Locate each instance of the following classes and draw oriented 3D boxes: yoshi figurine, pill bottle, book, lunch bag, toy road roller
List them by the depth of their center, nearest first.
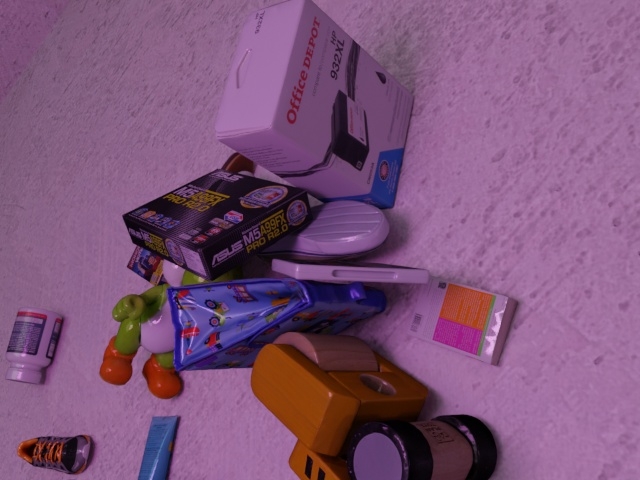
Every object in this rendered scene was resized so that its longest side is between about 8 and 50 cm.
[{"bbox_3d":[0.041,0.292,0.833,0.329,0.202,0.240,34,105,43],"label":"toy road roller"},{"bbox_3d":[0.198,0.111,0.891,0.144,0.035,0.096,16,85,44],"label":"book"},{"bbox_3d":[-0.053,0.108,0.971,0.293,0.221,0.138,-20,71,31],"label":"lunch bag"},{"bbox_3d":[-0.261,0.136,1.165,0.203,0.203,0.362,35,103,13],"label":"yoshi figurine"},{"bbox_3d":[-0.732,0.267,1.579,0.108,0.108,0.180,-9,65,39],"label":"pill bottle"}]

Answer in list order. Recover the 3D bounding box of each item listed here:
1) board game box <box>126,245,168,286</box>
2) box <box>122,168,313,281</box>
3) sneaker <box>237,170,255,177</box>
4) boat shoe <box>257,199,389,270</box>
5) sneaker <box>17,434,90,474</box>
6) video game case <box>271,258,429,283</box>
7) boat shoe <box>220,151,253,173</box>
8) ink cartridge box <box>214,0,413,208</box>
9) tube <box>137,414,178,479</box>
[{"bbox_3d":[-0.353,-0.005,1.407,0.194,0.060,0.194,23,86,46],"label":"board game box"},{"bbox_3d":[-0.181,-0.039,1.066,0.216,0.060,0.270,-33,33,-31],"label":"box"},{"bbox_3d":[-0.161,-0.031,1.248,0.094,0.080,0.212,26,98,39],"label":"sneaker"},{"bbox_3d":[0.000,0.000,1.075,0.302,0.094,0.109,-1,43,43],"label":"boat shoe"},{"bbox_3d":[-0.588,0.471,1.377,0.215,0.083,0.084,-16,59,34],"label":"sneaker"},{"bbox_3d":[0.035,0.044,0.908,0.201,0.183,0.023,-176,89,-77],"label":"video game case"},{"bbox_3d":[-0.212,-0.095,1.316,0.073,0.073,0.207,23,87,43],"label":"boat shoe"},{"bbox_3d":[0.004,-0.205,1.012,0.129,0.307,0.223,0,71,42],"label":"ink cartridge box"},{"bbox_3d":[-0.319,0.437,1.184,0.080,0.052,0.207,-12,58,32],"label":"tube"}]
